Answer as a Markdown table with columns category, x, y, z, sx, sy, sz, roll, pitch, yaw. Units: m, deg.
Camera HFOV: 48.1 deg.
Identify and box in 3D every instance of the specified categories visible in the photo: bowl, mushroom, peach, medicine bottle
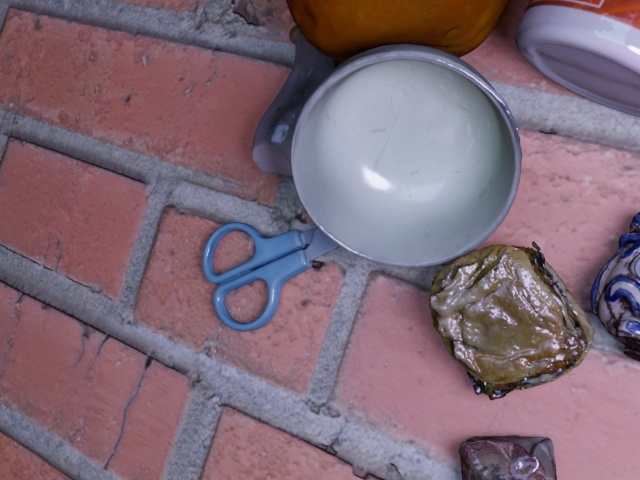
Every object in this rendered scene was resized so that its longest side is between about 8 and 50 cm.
| category | x | y | z | sx | sy | sz | roll | pitch | yaw |
| --- | --- | --- | --- | --- | --- | --- | --- | --- | --- |
| bowl | 0.118 | -0.128 | 1.003 | 0.307 | 0.163 | 0.307 | 4 | 119 | 7 |
| mushroom | -0.027 | -0.240 | 1.192 | 0.118 | 0.103 | 0.270 | 14 | 79 | 23 |
| peach | 0.113 | -0.409 | 1.000 | 0.342 | 0.343 | 0.302 | -3 | 90 | 27 |
| medicine bottle | 0.401 | -0.302 | 0.882 | 0.252 | 0.252 | 0.241 | 29 | 97 | 28 |

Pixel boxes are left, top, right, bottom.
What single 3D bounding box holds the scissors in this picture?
| category | x | y | z | sx | sy | sz | roll | pitch | yaw |
| --- | --- | --- | --- | --- | --- | --- | --- | --- | --- |
| scissors | 0.000 | 0.000 | 1.176 | 0.447 | 0.029 | 0.193 | -24 | 72 | 20 |

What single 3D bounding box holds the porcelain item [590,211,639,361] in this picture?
| category | x | y | z | sx | sy | sz | roll | pitch | yaw |
| --- | --- | --- | --- | --- | --- | --- | --- | --- | --- |
| porcelain item | 0.483 | 0.080 | 0.865 | 0.288 | 0.138 | 0.186 | 20 | 75 | 33 |

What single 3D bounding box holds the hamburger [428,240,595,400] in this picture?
| category | x | y | z | sx | sy | sz | roll | pitch | yaw |
| --- | --- | --- | --- | --- | --- | --- | --- | --- | --- |
| hamburger | 0.258 | 0.102 | 0.987 | 0.183 | 0.130 | 0.206 | -32 | 88 | 22 |

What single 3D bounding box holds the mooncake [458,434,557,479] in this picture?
| category | x | y | z | sx | sy | sz | roll | pitch | yaw |
| --- | --- | --- | --- | --- | --- | --- | --- | --- | --- |
| mooncake | 0.253 | 0.330 | 0.971 | 0.130 | 0.073 | 0.125 | -6 | 81 | 29 |
